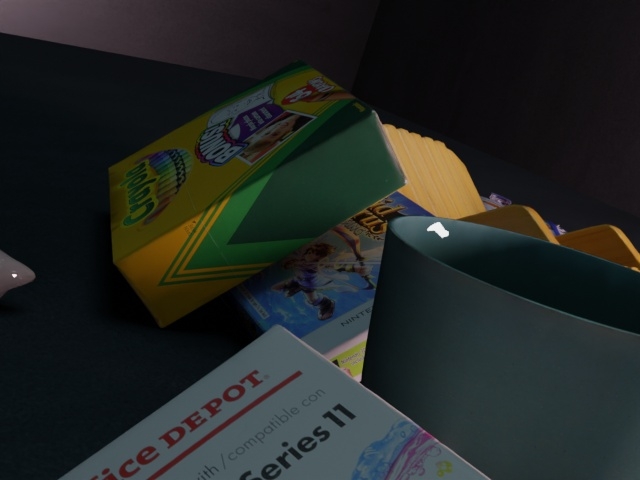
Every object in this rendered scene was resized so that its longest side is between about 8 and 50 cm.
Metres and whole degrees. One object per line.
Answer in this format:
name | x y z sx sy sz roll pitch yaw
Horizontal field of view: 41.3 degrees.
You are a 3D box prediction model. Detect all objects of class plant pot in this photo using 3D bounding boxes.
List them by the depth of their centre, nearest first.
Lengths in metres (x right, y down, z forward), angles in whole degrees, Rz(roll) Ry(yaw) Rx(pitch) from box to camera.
plant pot | 0.163 0.135 0.685 0.293 0.235 0.293 15 13 -3

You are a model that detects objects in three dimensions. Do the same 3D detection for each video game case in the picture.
video game case | 0.029 0.040 0.959 0.244 0.061 0.269 -26 33 -16

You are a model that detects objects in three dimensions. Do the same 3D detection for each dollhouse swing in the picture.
dollhouse swing | 0.261 -0.049 1.185 0.315 0.304 0.347 -17 -15 36

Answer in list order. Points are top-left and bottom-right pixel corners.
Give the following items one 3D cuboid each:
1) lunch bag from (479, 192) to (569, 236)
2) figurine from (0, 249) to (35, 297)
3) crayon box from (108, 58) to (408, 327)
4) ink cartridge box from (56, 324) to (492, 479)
lunch bag | 0.371 0.013 1.569 0.243 0.114 0.303 21 17 2
figurine | -0.405 0.009 0.792 0.215 0.092 0.209 25 13 19
crayon box | -0.101 -0.082 1.052 0.313 0.106 0.363 -30 24 -3
ink cartridge box | -0.023 0.179 0.410 0.207 0.119 0.354 -34 45 -28
